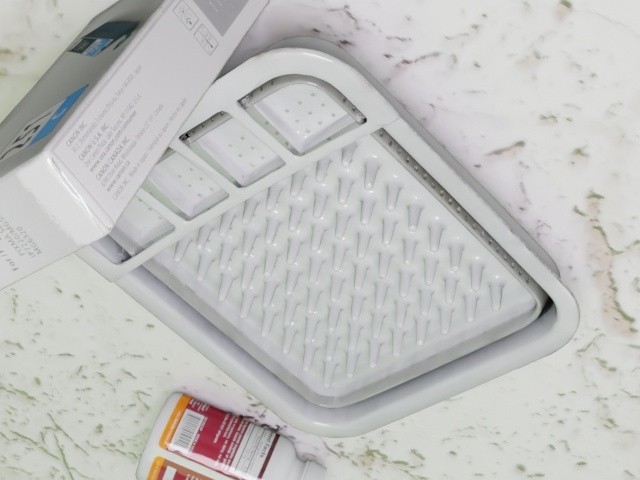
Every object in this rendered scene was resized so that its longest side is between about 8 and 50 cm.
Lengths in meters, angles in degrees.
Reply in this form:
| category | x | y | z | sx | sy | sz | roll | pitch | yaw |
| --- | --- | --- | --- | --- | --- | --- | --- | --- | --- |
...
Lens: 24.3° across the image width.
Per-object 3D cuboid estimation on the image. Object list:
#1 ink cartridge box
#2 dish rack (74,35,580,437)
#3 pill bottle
| category | x | y | z | sx | sy | sz | roll | pitch | yaw |
| --- | --- | --- | --- | --- | --- | --- | --- | --- | --- |
| ink cartridge box | -0.187 | -0.060 | 0.995 | 0.261 | 0.296 | 0.066 | -27 | 112 | 33 |
| dish rack | 0.000 | 0.000 | 1.101 | 0.285 | 0.072 | 0.333 | -29 | 122 | 32 |
| pill bottle | -0.076 | 0.198 | 1.290 | 0.152 | 0.086 | 0.086 | 23 | 130 | 1 |
